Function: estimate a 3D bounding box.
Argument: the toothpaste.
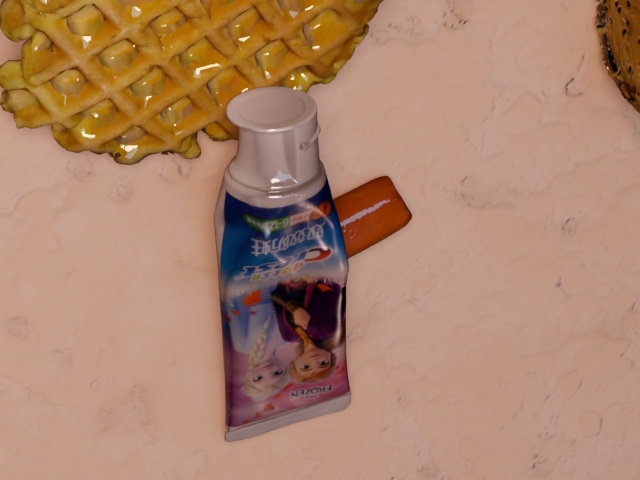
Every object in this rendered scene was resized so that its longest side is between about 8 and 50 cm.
[{"bbox_3d":[-0.025,0.025,1.151,0.096,0.061,0.266,-14,127,-16],"label":"toothpaste"}]

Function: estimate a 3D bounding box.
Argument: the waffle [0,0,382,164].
[{"bbox_3d":[-0.074,-0.138,1.065,0.245,0.052,0.254,-1,142,-27],"label":"waffle"}]

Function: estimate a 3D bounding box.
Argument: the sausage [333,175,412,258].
[{"bbox_3d":[0.000,0.000,1.199,0.131,0.039,0.041,-28,117,-9],"label":"sausage"}]

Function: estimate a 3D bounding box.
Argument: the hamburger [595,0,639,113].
[{"bbox_3d":[0.259,-0.160,1.183,0.113,0.177,0.185,-9,65,-17],"label":"hamburger"}]
